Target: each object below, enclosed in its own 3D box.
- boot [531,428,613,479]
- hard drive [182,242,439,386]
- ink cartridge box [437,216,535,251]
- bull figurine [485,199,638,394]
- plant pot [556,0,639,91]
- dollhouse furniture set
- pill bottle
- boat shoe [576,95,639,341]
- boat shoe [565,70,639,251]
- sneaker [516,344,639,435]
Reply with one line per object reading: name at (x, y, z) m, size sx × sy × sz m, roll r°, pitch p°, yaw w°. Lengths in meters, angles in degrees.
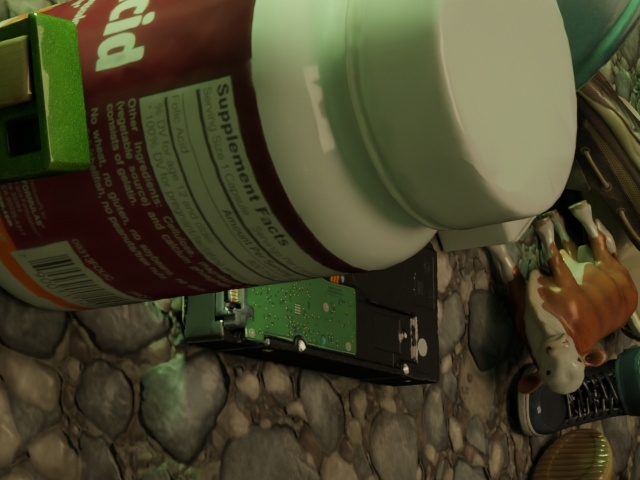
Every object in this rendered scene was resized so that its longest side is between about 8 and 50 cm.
boot at (0.296, 0.366, 1.747) m, size 0.248 × 0.090 × 0.207 m, roll -63°, pitch 147°, yaw -48°
hard drive at (0.000, 0.000, 1.367) m, size 0.339 × 0.064 × 0.237 m, roll 18°, pitch 68°, yaw -55°
ink cartridge box at (0.167, -0.115, 1.627) m, size 0.154 × 0.093 × 0.212 m, roll -45°, pitch 119°, yaw -51°
bull figurine at (0.283, 0.063, 1.742) m, size 0.310 × 0.101 × 0.188 m, roll -20°, pitch 89°, yaw -62°
plant pot at (0.081, -0.315, 1.358) m, size 0.334 × 0.341 × 0.341 m, roll 39°, pitch 51°, yaw -35°
dollhouse furniture set at (-0.273, -0.182, 0.904) m, size 0.197 × 0.151 × 0.301 m, roll -1°, pitch 83°, yaw -57°
pill bottle at (-0.045, -0.081, 1.010) m, size 0.224 × 0.392 × 0.224 m, roll 21°, pitch 65°, yaw -54°
boat shoe at (0.391, -0.026, 1.949) m, size 0.117 × 0.097 × 0.324 m, roll -15°, pitch 88°, yaw -13°
boat shoe at (0.324, -0.116, 1.814) m, size 0.355 × 0.130 × 0.132 m, roll 44°, pitch 19°, yaw -9°
sneaker at (0.336, 0.176, 1.755) m, size 0.226 × 0.163 × 0.086 m, roll -10°, pitch 93°, yaw -56°
